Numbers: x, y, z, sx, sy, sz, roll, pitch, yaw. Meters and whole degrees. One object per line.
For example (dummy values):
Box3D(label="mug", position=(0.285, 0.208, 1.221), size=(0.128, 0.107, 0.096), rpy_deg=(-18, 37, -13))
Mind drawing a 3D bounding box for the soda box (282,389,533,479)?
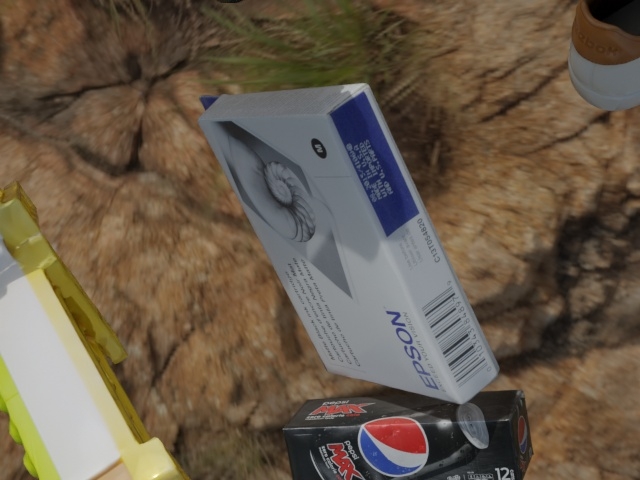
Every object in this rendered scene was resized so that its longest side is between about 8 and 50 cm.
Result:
Box3D(label="soda box", position=(0.063, 0.144, 0.973), size=(0.169, 0.060, 0.053), rpy_deg=(-6, 104, 20))

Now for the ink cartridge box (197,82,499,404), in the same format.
Box3D(label="ink cartridge box", position=(0.000, 0.000, 0.943), size=(0.045, 0.224, 0.223), rpy_deg=(-36, 111, -26))

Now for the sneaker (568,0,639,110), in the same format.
Box3D(label="sneaker", position=(0.304, -0.215, 0.992), size=(0.290, 0.123, 0.106), rpy_deg=(-41, 64, -6))

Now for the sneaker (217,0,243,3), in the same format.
Box3D(label="sneaker", position=(-0.127, -0.182, 0.761), size=(0.106, 0.267, 0.101), rpy_deg=(-52, 142, 2))

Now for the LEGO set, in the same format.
Box3D(label="LEGO set", position=(-0.115, 0.026, 0.329), size=(0.107, 0.132, 0.287), rpy_deg=(-33, 81, -6))
